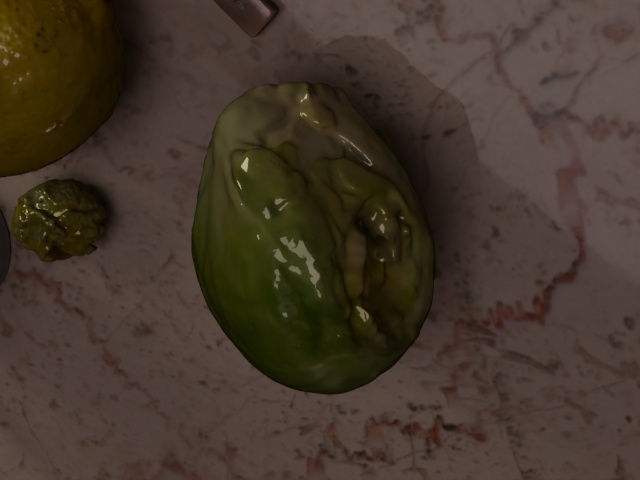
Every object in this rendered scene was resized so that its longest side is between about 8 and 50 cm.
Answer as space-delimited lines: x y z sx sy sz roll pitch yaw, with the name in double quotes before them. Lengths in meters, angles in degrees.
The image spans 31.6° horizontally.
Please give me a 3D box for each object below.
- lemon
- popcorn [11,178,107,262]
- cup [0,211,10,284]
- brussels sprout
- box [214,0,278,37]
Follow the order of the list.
"lemon" -0.362 -0.199 1.301 0.284 0.260 0.260 -15 105 -2
"popcorn" -0.334 -0.023 1.433 0.121 0.106 0.116 25 105 8
"cup" -0.566 0.041 1.413 0.212 0.317 0.212 6 110 16
"brussels sprout" 0.000 0.000 1.233 0.268 0.344 0.344 -8 110 -17
"box" -0.102 -0.289 1.306 0.115 0.025 0.048 47 114 -2
